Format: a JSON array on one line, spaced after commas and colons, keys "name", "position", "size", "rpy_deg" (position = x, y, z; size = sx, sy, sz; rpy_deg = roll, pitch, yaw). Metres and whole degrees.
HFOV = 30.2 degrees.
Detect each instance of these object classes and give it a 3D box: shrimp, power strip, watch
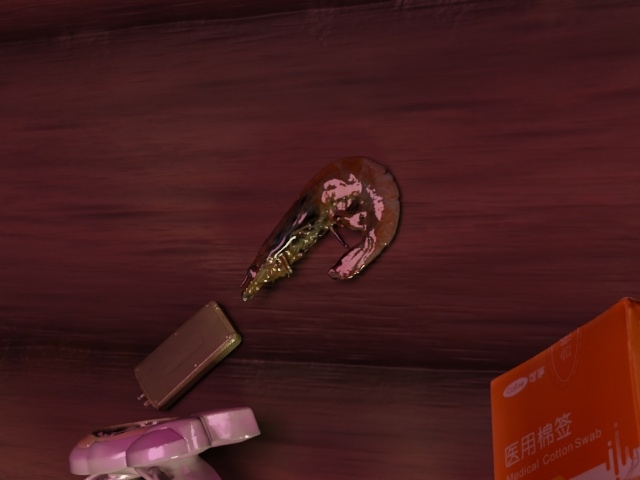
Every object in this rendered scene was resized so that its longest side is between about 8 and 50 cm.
[{"name": "shrimp", "position": [-0.001, -0.001, 1.528], "size": [0.251, 0.052, 0.143], "rpy_deg": [-48, 61, 6]}, {"name": "power strip", "position": [-0.183, 0.159, 1.588], "size": [0.169, 0.028, 0.076], "rpy_deg": [-41, 59, 9]}, {"name": "watch", "position": [-0.185, 0.327, 1.463], "size": [0.248, 0.211, 0.217], "rpy_deg": [-13, 86, 33]}]

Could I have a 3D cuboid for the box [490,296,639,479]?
[{"name": "box", "position": [0.287, 0.253, 1.139], "size": [0.225, 0.143, 0.341], "rpy_deg": [-43, 35, 47]}]
